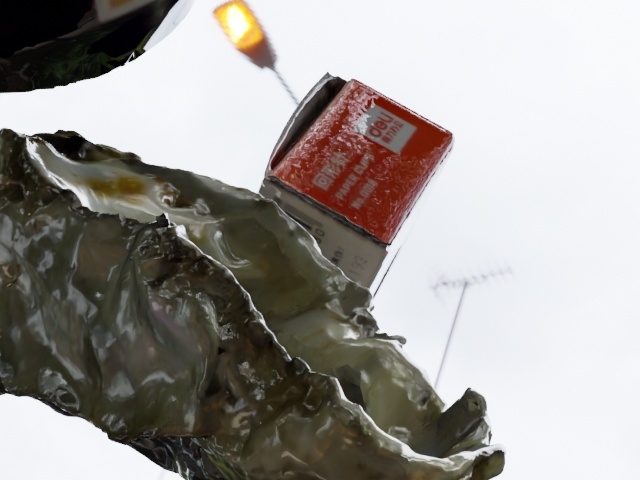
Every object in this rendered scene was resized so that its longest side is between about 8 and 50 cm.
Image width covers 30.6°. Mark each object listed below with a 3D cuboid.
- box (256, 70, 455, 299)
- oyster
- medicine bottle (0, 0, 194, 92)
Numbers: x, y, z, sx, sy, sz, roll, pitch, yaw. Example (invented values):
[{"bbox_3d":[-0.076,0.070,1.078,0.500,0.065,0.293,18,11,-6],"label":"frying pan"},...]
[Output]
[{"bbox_3d":[0.000,0.000,0.774,0.099,0.133,0.182,29,-44,5],"label":"box"},{"bbox_3d":[-0.062,0.034,0.474,0.341,0.110,0.166,22,8,35],"label":"oyster"},{"bbox_3d":[-0.158,-0.277,0.514,0.243,0.242,0.395,16,-39,8],"label":"medicine bottle"}]
